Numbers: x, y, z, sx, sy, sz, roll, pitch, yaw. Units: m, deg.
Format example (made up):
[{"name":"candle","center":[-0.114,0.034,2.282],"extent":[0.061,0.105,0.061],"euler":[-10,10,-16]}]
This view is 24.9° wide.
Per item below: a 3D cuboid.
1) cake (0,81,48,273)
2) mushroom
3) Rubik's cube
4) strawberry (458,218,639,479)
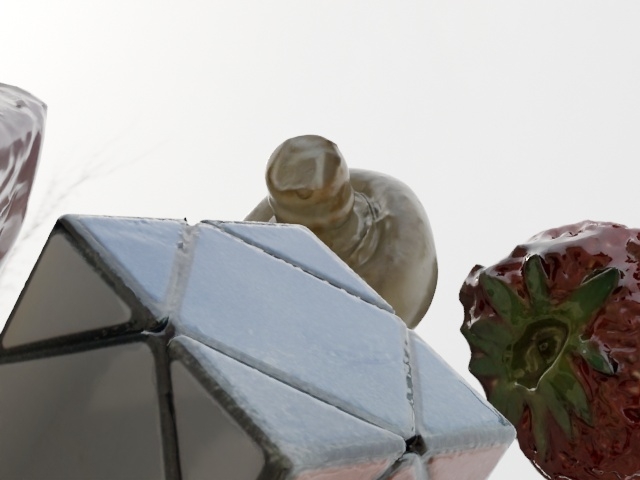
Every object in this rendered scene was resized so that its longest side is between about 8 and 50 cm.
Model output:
[{"name":"cake","center":[-0.320,-0.005,0.837],"extent":[0.237,0.309,0.230],"euler":[23,-75,-2]},{"name":"mushroom","center":[0.000,0.018,1.278],"extent":[0.206,0.209,0.206],"euler":[-6,-103,24]},{"name":"Rubik's cube","center":[-0.058,0.123,0.803],"extent":[0.205,0.205,0.207],"euler":[44,-64,32]},{"name":"strawberry","center":[0.324,0.119,1.501],"extent":[0.291,0.310,0.292],"euler":[23,-63,56]}]
